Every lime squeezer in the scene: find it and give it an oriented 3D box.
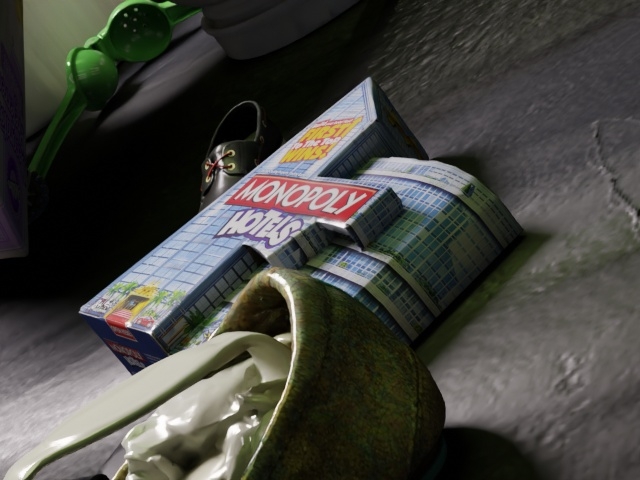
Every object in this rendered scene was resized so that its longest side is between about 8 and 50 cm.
[{"bbox_3d":[-0.161,-0.147,1.411,0.110,0.059,0.310,28,61,34],"label":"lime squeezer"}]

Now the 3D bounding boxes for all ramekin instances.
[{"bbox_3d":[-0.298,-0.191,1.575,0.277,0.135,0.277,-31,22,14],"label":"ramekin"}]

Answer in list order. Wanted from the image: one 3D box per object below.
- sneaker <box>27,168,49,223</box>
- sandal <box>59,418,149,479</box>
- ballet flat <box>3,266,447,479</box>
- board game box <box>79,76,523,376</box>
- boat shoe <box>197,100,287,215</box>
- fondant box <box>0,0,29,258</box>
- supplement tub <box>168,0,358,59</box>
[{"bbox_3d":[-0.266,-0.002,1.267,0.135,0.052,0.058,-35,10,-17],"label":"sneaker"},{"bbox_3d":[-0.133,0.164,0.690,0.097,0.054,0.254,-8,35,51],"label":"sandal"},{"bbox_3d":[-0.092,0.143,0.591,0.348,0.123,0.123,-46,23,-23],"label":"ballet flat"},{"bbox_3d":[0.000,0.000,0.820,0.194,0.060,0.194,-45,23,-19],"label":"board game box"},{"bbox_3d":[-0.055,-0.038,1.012,0.049,0.042,0.133,-23,26,26],"label":"boat shoe"},{"bbox_3d":[-0.276,-0.178,1.171,0.096,0.238,0.330,-5,66,1],"label":"fondant box"},{"bbox_3d":[-0.083,-0.328,1.253,0.241,0.331,0.241,-31,22,14],"label":"supplement tub"}]
